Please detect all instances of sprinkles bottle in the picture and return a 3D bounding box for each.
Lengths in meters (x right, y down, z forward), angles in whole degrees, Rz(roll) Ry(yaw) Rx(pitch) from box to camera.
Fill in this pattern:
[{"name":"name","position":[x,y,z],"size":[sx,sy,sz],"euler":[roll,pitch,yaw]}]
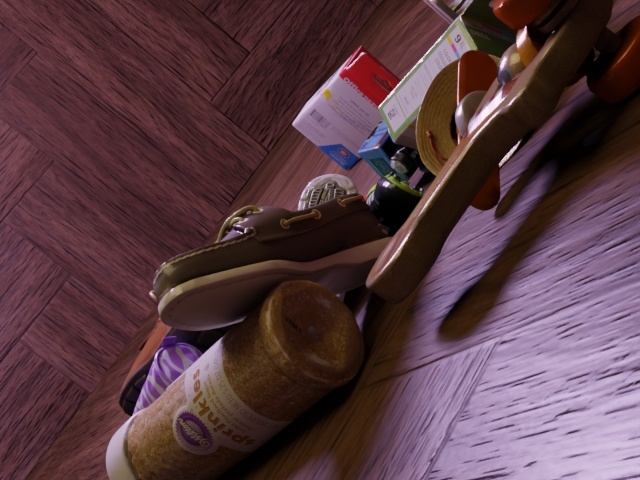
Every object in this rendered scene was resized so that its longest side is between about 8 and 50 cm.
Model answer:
[{"name":"sprinkles bottle","position":[-0.101,0.176,1.234],"size":[0.355,0.121,0.121],"euler":[-43,12,40]}]

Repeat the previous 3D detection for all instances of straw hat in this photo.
[{"name":"straw hat","position":[0.177,-0.128,1.261],"size":[0.144,0.144,0.061],"euler":[-47,-30,24]}]

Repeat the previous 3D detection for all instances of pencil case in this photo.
[{"name":"pencil case","position":[-0.214,0.229,1.558],"size":[0.086,0.088,0.206],"euler":[-2,-44,-37]}]

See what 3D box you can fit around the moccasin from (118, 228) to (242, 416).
[{"name":"moccasin","position":[-0.174,0.121,1.615],"size":[0.147,0.139,0.380],"euler":[-92,26,-50]}]

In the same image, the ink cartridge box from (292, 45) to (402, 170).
[{"name":"ink cartridge box","position":[0.071,-0.240,2.008],"size":[0.231,0.134,0.078],"euler":[-40,13,46]}]

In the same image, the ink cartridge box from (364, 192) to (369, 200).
[{"name":"ink cartridge box","position":[0.000,0.000,1.668],"size":[0.181,0.056,0.224],"euler":[-44,13,34]}]

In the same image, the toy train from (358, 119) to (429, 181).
[{"name":"toy train","position":[0.133,-0.157,1.498],"size":[0.184,0.080,0.105],"euler":[-55,24,-22]}]

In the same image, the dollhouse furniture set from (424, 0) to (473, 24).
[{"name":"dollhouse furniture set","position":[0.233,-0.423,1.655],"size":[0.212,0.161,0.242],"euler":[-49,13,8]}]

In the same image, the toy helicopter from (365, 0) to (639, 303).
[{"name":"toy helicopter","position":[0.148,-0.094,1.073],"size":[0.355,0.140,0.235],"euler":[-55,8,-9]}]

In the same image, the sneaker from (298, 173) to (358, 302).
[{"name":"sneaker","position":[0.011,0.043,1.393],"size":[0.115,0.090,0.232],"euler":[51,-127,-57]}]

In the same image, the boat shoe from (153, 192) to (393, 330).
[{"name":"boat shoe","position":[-0.050,0.014,1.213],"size":[0.324,0.096,0.116],"euler":[-12,-23,-43]}]

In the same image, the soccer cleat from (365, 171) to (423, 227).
[{"name":"soccer cleat","position":[0.084,-0.041,1.429],"size":[0.072,0.060,0.179],"euler":[-62,4,-4]}]

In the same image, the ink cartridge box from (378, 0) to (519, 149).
[{"name":"ink cartridge box","position":[0.175,-0.190,1.323],"size":[0.209,0.109,0.062],"euler":[-48,48,32]}]
